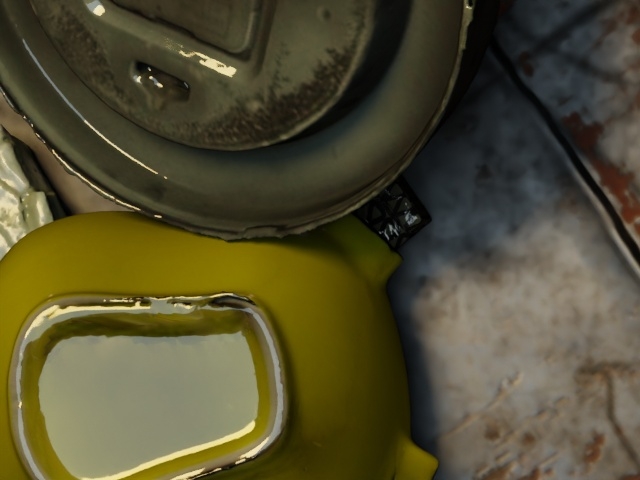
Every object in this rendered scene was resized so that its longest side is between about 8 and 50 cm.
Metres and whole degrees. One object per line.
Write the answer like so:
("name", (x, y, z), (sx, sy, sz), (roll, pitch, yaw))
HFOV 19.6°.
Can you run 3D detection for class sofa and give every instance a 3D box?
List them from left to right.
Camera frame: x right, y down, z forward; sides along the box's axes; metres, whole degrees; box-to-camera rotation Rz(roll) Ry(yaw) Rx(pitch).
("sofa", (0.000, 0.000, 1.054), (0.118, 0.039, 0.060), (-36, 83, 12))

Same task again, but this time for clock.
("clock", (-0.054, -0.153, 0.932), (0.312, 0.061, 0.313), (13, 119, 25))

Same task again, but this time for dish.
("dish", (-0.077, 0.082, 0.979), (0.262, 0.108, 0.221), (-9, 84, 6))

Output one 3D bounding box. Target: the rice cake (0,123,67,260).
("rice cake", (-0.129, 0.073, 1.073), (0.063, 0.066, 0.336), (-33, 82, 1))
